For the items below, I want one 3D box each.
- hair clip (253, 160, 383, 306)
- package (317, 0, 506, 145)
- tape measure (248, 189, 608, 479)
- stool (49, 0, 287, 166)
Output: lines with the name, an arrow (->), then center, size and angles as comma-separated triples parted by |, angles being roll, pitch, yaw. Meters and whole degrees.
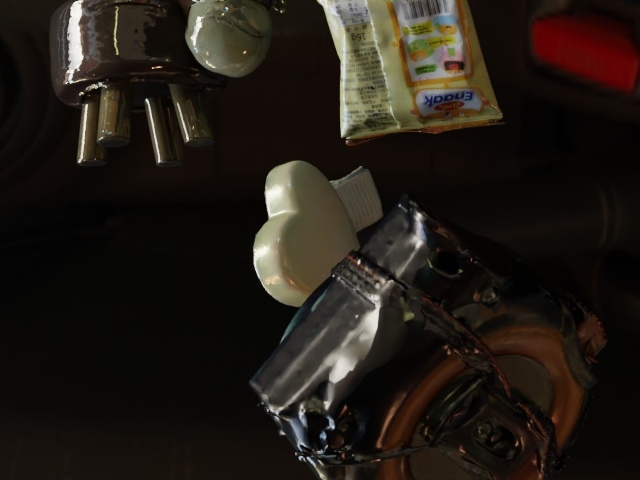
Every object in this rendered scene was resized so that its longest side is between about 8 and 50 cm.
hair clip -> 0.003, 0.002, 1.468 | 0.071, 0.218, 0.159 | -23, 100, 24
package -> 0.051, -0.118, 1.067 | 0.108, 0.031, 0.120 | -5, 114, 22
tape measure -> 0.076, 0.093, 1.121 | 0.223, 0.135, 0.202 | 33, 99, -40
stool -> -0.105, -0.125, 1.197 | 0.217, 0.125, 0.121 | -15, 74, 36
